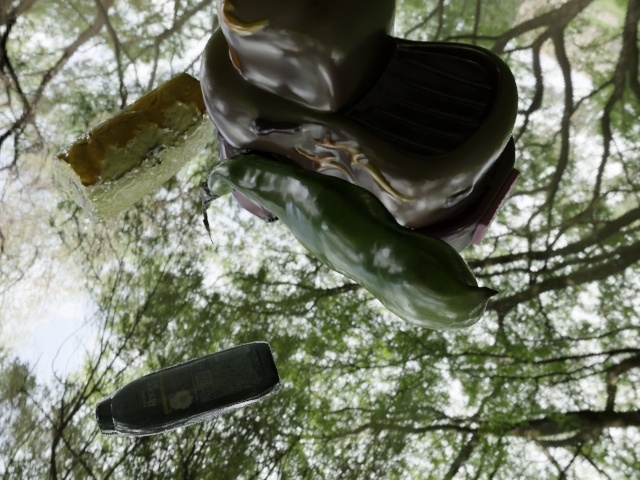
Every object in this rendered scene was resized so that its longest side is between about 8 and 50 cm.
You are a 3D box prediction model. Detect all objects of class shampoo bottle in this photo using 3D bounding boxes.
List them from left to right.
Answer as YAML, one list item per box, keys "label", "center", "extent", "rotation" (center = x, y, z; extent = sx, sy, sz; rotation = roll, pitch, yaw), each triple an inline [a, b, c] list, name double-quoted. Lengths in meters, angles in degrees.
- label: "shampoo bottle"
  center: [-0.171, 0.198, 0.766]
  extent: [0.234, 0.049, 0.087]
  rotation: [-16, -133, -11]

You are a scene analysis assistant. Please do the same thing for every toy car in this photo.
- label: "toy car"
  center: [0.041, -0.148, 0.575]
  extent: [0.341, 0.240, 0.271]
  rotation: [29, -119, 15]

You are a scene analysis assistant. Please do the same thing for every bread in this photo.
- label: "bread"
  center: [-0.415, -0.217, 1.353]
  extent: [0.165, 0.236, 0.375]
  rotation: [46, -118, 3]

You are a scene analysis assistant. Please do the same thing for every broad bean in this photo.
- label: "broad bean"
  center: [-0.003, -0.010, 0.446]
  extent: [0.056, 0.098, 0.318]
  rotation: [-32, -148, -30]
